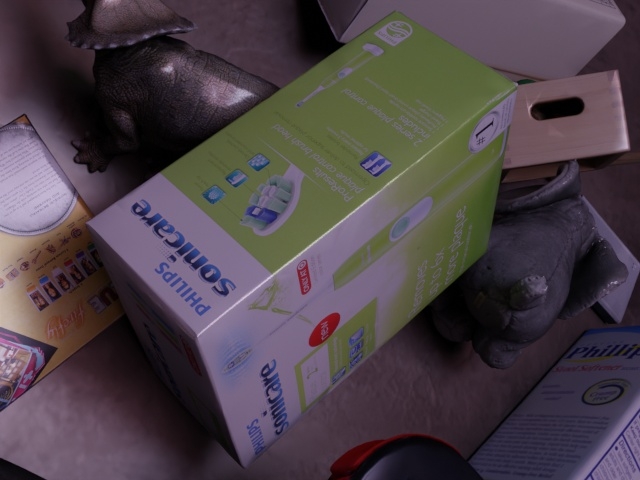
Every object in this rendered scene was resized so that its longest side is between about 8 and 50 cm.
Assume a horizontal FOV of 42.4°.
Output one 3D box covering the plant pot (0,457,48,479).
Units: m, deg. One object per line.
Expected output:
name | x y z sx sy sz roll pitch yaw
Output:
plant pot | -0.199 0.236 0.497 0.167 0.187 0.188 45 59 -6

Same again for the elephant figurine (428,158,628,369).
elephant figurine | 0.218 -0.001 0.821 0.239 0.186 0.169 -34 137 -22

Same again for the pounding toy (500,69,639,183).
pounding toy | 0.271 -0.121 0.900 0.181 0.206 0.094 -8 86 7

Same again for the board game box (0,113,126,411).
board game box | -0.259 0.044 0.562 0.243 0.042 0.165 -40 105 -34

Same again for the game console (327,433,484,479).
game console | 0.075 0.356 0.520 0.386 0.060 0.342 49 57 -16

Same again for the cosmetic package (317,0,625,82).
cosmetic package | 0.142 -0.262 0.828 0.309 0.113 0.160 3 53 -34

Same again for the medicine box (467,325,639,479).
medicine box | 0.329 0.273 0.878 0.289 0.149 0.264 -35 103 -35

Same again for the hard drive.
hard drive | 0.333 0.024 1.002 0.135 0.022 0.094 43 60 -22

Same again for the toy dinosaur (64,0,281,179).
toy dinosaur | -0.091 -0.095 0.634 0.313 0.160 0.121 38 63 -24

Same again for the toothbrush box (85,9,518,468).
toothbrush box | 0.000 0.000 0.612 0.283 0.206 0.122 -37 60 -21
